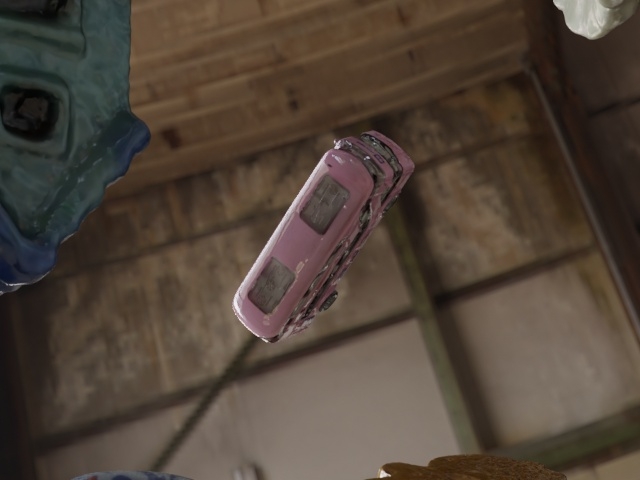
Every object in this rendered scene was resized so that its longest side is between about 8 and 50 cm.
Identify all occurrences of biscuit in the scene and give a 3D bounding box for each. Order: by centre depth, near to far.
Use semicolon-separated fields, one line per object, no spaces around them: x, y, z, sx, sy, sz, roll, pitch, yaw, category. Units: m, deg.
0.109;0.198;1.391;0.133;0.027;0.184;8;9;25;biscuit

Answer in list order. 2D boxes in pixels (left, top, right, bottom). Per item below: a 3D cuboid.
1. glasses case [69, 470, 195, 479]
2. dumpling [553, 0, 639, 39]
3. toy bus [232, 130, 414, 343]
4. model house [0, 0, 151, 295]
-0.111;0.166;0.629;0.087;0.065;0.248;14;-48;-34;glasses case
0.104;-0.153;0.383;0.132;0.162;0.250;29;-57;7;dumpling
0.000;0.000;1.527;0.203;0.063;0.090;-57;-18;23;toy bus
-0.242;-0.062;0.861;0.295;0.329;0.251;14;-17;-37;model house
